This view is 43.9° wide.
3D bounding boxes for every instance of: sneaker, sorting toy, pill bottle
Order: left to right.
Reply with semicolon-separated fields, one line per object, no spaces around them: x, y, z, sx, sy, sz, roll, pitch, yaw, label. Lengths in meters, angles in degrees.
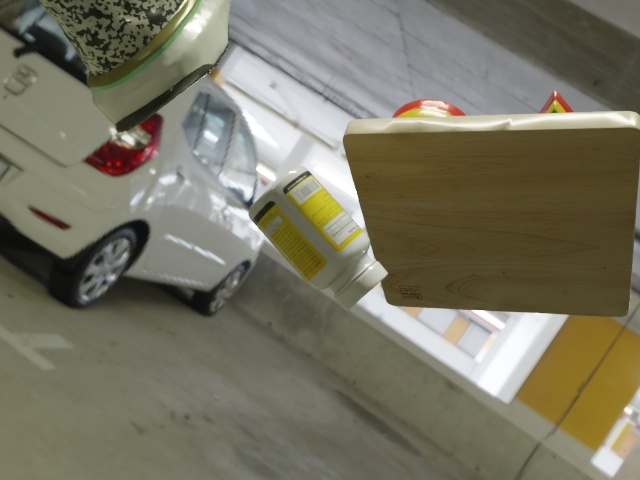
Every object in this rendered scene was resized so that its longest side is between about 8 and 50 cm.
-0.169;-0.303;0.788;0.182;0.158;0.410;49;30;-38;sneaker
0.000;0.000;0.660;0.116;0.065;0.065;48;1;4;pill bottle
0.178;-0.040;0.800;0.257;0.089;0.255;2;-42;19;sorting toy
